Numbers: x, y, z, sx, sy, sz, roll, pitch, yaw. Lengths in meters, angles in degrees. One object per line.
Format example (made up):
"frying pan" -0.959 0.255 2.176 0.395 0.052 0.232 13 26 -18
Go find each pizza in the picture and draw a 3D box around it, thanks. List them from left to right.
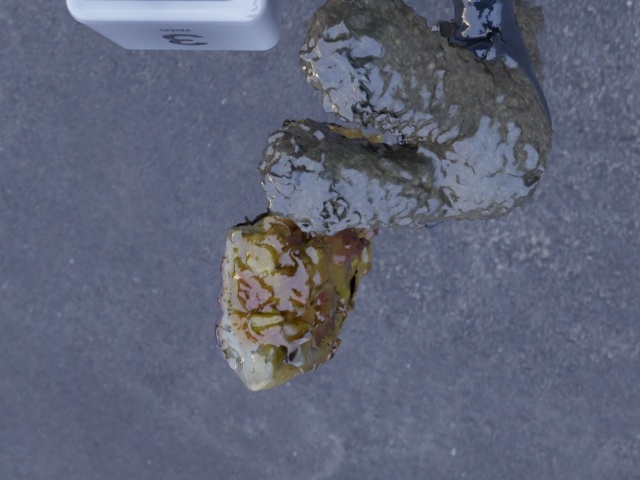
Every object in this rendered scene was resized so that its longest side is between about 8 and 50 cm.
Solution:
"pizza" 0.000 0.000 0.790 0.086 0.305 0.161 1 136 28

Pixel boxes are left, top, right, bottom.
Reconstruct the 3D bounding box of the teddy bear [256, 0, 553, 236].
"teddy bear" 0.075 -0.070 0.537 0.129 0.251 0.182 39 128 12

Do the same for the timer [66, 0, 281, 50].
"timer" -0.141 -0.305 0.944 0.192 0.195 0.194 1 94 2
